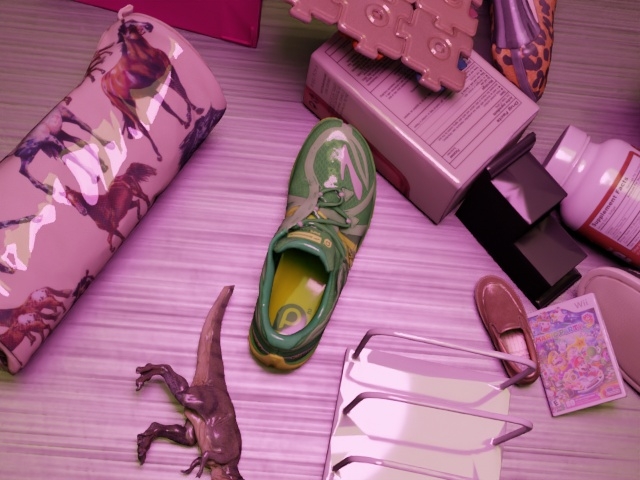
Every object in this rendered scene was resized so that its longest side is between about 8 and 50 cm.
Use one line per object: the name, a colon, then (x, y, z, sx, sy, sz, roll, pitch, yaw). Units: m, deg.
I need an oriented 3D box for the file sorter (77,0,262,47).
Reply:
file sorter: (-0.191, -0.394, 1.187, 0.290, 0.202, 0.182, 15, 68, 0)

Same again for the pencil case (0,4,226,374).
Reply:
pencil case: (-0.279, -0.065, 1.092, 0.183, 0.160, 0.410, 39, 73, -8)

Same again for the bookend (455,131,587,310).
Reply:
bookend: (0.244, -0.018, 1.126, 0.072, 0.157, 0.156, -37, 78, -15)

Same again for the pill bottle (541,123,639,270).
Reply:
pill bottle: (0.362, -0.043, 1.164, 0.216, 0.121, 0.121, 32, 72, 5)

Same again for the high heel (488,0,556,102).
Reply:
high heel: (0.259, -0.274, 1.226, 0.093, 0.261, 0.186, -8, 103, 27)

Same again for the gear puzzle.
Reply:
gear puzzle: (0.018, -0.280, 1.071, 0.339, 0.044, 0.175, 25, 59, -17)

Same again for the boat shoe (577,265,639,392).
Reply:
boat shoe: (0.449, 0.136, 1.120, 0.340, 0.127, 0.113, 38, 46, 22)

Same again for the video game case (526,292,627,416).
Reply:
video game case: (0.289, 0.131, 1.133, 0.087, 0.011, 0.122, -22, 71, 26)

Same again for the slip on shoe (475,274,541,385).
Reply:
slip on shoe: (0.216, 0.100, 1.141, 0.051, 0.041, 0.135, -17, 75, 4)

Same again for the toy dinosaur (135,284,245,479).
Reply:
toy dinosaur: (-0.141, 0.182, 1.080, 0.118, 0.064, 0.268, -3, 70, -13)

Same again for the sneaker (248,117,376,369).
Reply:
sneaker: (0.000, 0.000, 1.108, 0.109, 0.123, 0.296, 15, 77, -3)

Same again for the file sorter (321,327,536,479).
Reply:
file sorter: (0.105, 0.246, 1.020, 0.192, 0.173, 0.278, 12, 71, -2)

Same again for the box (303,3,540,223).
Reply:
box: (0.113, -0.161, 1.175, 0.232, 0.127, 0.148, 44, 72, 9)
